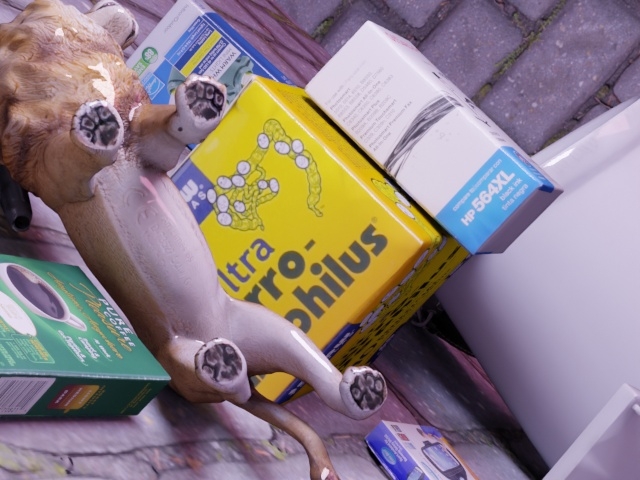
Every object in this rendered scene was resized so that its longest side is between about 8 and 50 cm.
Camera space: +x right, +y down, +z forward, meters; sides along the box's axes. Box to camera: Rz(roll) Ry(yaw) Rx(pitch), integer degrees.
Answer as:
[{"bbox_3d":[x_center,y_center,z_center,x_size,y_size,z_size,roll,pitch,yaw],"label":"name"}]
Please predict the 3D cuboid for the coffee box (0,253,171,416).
[{"bbox_3d":[-0.179,0.057,0.797,0.113,0.040,0.184,45,13,21],"label":"coffee box"}]

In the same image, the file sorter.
[{"bbox_3d":[0.338,0.289,1.192,0.277,0.193,0.173,26,18,-40],"label":"file sorter"}]

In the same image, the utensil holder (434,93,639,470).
[{"bbox_3d":[0.324,0.083,1.475,0.385,0.327,0.327,58,12,-1],"label":"utensil holder"}]

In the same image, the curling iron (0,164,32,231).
[{"bbox_3d":[-0.259,-0.086,1.035,0.274,0.035,0.068,-117,-166,-50],"label":"curling iron"}]

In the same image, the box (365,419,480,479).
[{"bbox_3d":[0.094,0.202,1.187,0.081,0.028,0.136,49,12,27],"label":"box"}]

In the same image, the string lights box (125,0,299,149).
[{"bbox_3d":[-0.100,-0.156,1.559,0.259,0.133,0.077,42,12,1],"label":"string lights box"}]

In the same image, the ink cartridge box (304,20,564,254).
[{"bbox_3d":[0.100,-0.086,1.131,0.203,0.086,0.148,46,13,12],"label":"ink cartridge box"}]

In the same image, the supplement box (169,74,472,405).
[{"bbox_3d":[0.000,0.000,1.193,0.195,0.194,0.356,45,13,11],"label":"supplement box"}]

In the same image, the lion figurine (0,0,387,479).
[{"bbox_3d":[-0.112,0.006,0.916,0.240,0.142,0.392,-11,-78,63],"label":"lion figurine"}]

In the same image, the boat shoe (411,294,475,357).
[{"bbox_3d":[0.097,0.038,1.665,0.335,0.095,0.112,50,-22,18],"label":"boat shoe"}]
